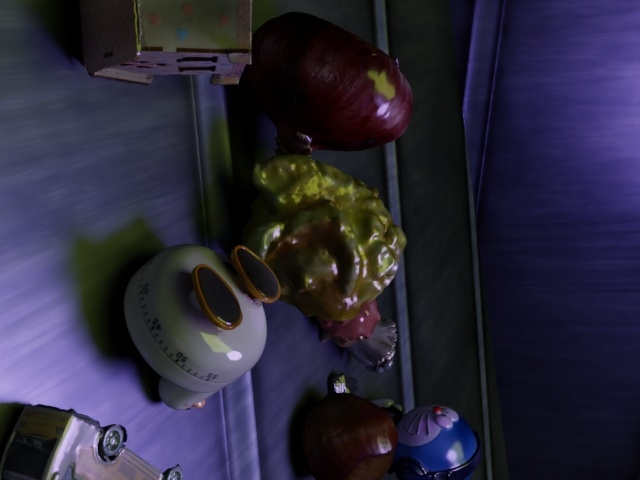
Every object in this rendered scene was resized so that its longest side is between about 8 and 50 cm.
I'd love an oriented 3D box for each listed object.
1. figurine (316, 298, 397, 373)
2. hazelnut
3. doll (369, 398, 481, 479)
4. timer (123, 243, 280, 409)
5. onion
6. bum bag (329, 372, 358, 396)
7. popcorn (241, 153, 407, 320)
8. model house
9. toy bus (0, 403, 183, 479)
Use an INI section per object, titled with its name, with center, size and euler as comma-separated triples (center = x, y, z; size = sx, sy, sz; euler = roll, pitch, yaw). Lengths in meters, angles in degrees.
[figurine]
center = 0.068, 0.185, 1.777
size = 0.387, 0.166, 0.207
euler = 52, 9, -49
[hazelnut]
center = 0.060, 0.436, 1.689
size = 0.229, 0.229, 0.229
euler = -3, 90, -65
[doll]
center = 0.246, 0.519, 1.929
size = 0.284, 0.310, 0.240
euler = -38, 123, -60
[timer]
center = -0.202, 0.131, 1.189
size = 0.233, 0.240, 0.233
euler = 38, 31, -28
[onion]
center = -0.002, -0.269, 1.479
size = 0.285, 0.347, 0.347
euler = -63, 151, -2
[bum bag]
center = 0.055, 0.414, 1.840
size = 0.087, 0.049, 0.197
euler = -3, 91, -41
[popcorn]
center = -0.008, -0.004, 1.474
size = 0.274, 0.335, 0.279
euler = -63, -177, -24
[model house]
center = -0.228, -0.320, 1.124
size = 0.326, 0.244, 0.169
euler = -146, -129, -79
[toy bus]
center = -0.291, 0.338, 1.046
size = 0.342, 0.097, 0.138
euler = 57, 45, -49
